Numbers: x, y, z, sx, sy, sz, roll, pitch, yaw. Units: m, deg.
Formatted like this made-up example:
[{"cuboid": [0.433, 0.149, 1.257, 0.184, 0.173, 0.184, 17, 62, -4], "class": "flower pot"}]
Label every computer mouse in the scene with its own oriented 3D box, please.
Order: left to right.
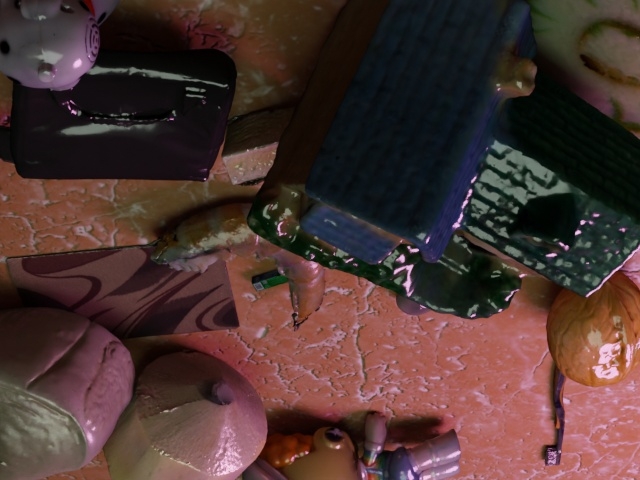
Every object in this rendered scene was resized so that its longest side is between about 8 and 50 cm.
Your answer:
[{"cuboid": [0.161, 0.084, 2.041, 0.066, 0.039, 0.096, 32, 127, -32], "class": "computer mouse"}]

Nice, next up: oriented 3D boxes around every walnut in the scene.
[{"cuboid": [0.426, 0.135, 2.030, 0.159, 0.159, 0.207, -3, 131, 0], "class": "walnut"}]

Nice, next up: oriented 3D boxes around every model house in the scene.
[{"cuboid": [0.174, -0.080, 1.546, 0.382, 0.335, 0.342, 27, 174, -22], "class": "model house"}]

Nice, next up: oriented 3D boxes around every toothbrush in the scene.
[{"cuboid": [0.416, 0.305, 2.308, 0.031, 0.023, 0.321, -9, 137, -4], "class": "toothbrush"}]

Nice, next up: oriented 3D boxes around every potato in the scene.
[{"cuboid": [-0.069, -0.130, 1.766, 0.122, 0.086, 0.061, -14, 139, 21], "class": "potato"}]

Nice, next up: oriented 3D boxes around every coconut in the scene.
[{"cuboid": [-0.215, 0.303, 2.127, 0.239, 0.239, 0.244, 22, 131, -25], "class": "coconut"}]

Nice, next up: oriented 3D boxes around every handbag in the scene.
[{"cuboid": [-0.253, -0.165, 1.678, 0.275, 0.088, 0.244, 3, 149, -13], "class": "handbag"}]

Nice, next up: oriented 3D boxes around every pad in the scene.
[{"cuboid": [-0.301, 0.085, 2.045, 0.330, 0.004, 0.220, -6, 137, 3], "class": "pad"}]

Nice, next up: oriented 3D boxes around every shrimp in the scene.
[{"cuboid": [-0.091, 0.022, 1.946, 0.287, 0.068, 0.185, 26, 129, -32], "class": "shrimp"}]

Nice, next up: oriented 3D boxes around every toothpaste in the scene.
[{"cuboid": [-0.064, 0.056, 2.017, 0.083, 0.017, 0.020, -17, 133, 15], "class": "toothpaste"}]

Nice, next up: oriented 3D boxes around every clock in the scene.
[{"cuboid": [-0.308, -0.265, 1.488, 0.188, 0.254, 0.189, 2, 139, 2], "class": "clock"}]

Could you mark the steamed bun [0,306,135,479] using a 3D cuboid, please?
[{"cuboid": [-0.498, 0.228, 2.025, 0.383, 0.247, 0.236, -14, 116, 23], "class": "steamed bun"}]

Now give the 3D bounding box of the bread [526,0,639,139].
[{"cuboid": [0.405, -0.231, 1.580, 0.366, 0.129, 0.382, 30, 153, -5], "class": "bread"}]

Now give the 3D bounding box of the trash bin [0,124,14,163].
[{"cuboid": [-0.535, -0.057, 1.689, 0.277, 0.263, 0.217, -1, 137, -2], "class": "trash bin"}]

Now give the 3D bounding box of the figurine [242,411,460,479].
[{"cuboid": [0.058, 0.409, 2.281, 0.381, 0.205, 0.224, -20, 141, 7], "class": "figurine"}]
